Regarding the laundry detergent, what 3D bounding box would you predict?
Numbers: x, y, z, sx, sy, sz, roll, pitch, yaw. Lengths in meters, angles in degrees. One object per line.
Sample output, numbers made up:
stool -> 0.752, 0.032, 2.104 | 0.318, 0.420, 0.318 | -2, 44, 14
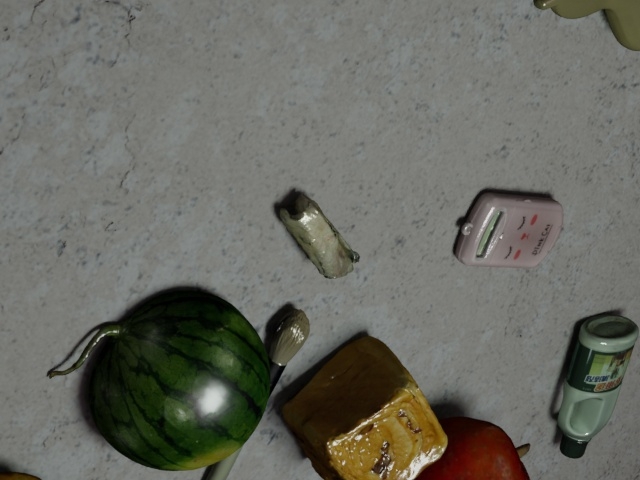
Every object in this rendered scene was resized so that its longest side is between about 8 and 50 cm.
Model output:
laundry detergent -> 0.386, 0.216, 2.367 | 0.099, 0.070, 0.226 | -19, 132, -43

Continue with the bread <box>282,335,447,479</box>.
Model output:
bread -> 0.052, 0.220, 2.009 | 0.158, 0.143, 0.149 | -36, 131, -16

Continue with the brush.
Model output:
brush -> -0.088, 0.209, 1.955 | 0.299, 0.039, 0.042 | -62, 177, 16

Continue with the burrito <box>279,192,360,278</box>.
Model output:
burrito -> 0.000, 0.000, 1.869 | 0.055, 0.041, 0.149 | -56, 142, -15

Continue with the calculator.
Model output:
calculator -> 0.238, -0.012, 2.086 | 0.175, 0.032, 0.100 | 3, 118, -43

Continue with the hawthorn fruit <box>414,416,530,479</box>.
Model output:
hawthorn fruit -> 0.179, 0.331, 2.175 | 0.249, 0.215, 0.215 | -35, 138, -28

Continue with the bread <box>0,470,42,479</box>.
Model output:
bread -> -0.319, 0.325, 1.793 | 0.344, 0.084, 0.124 | 46, 63, -49

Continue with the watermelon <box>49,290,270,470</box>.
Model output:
watermelon -> -0.144, 0.166, 1.800 | 0.204, 0.127, 0.232 | -40, 134, -7

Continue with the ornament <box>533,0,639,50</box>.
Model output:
ornament -> 0.360, -0.313, 1.948 | 0.245, 0.061, 0.230 | -48, 138, -8
